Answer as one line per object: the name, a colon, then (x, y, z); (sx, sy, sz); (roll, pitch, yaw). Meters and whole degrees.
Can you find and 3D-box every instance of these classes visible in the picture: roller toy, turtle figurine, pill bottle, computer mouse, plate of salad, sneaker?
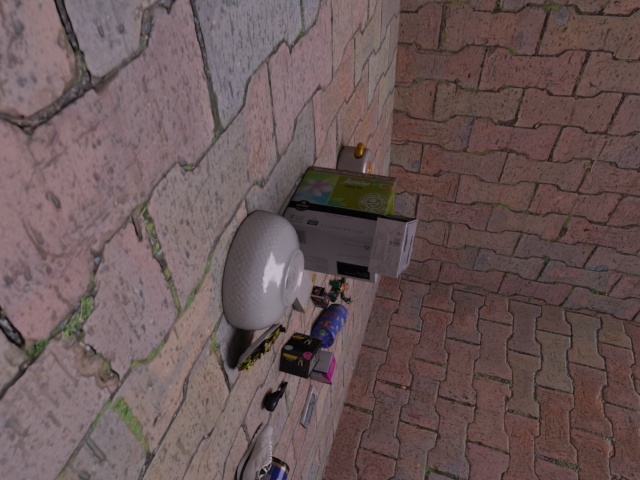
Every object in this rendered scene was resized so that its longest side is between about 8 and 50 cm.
roller toy: (0.165, -0.336, 2.130); (0.191, 0.146, 0.210); (6, 94, -76)
turtle figurine: (0.122, 0.254, 2.454); (0.234, 0.118, 0.176); (-6, 91, -59)
pill bottle: (-0.203, 0.897, 1.644); (0.123, 0.122, 0.219); (86, 22, -45)
computer mouse: (-0.167, 0.583, 1.751); (0.242, 0.041, 0.071); (8, 101, -82)
plate of salad: (-0.169, 0.309, 1.338); (0.200, 0.048, 0.200); (-44, 173, -7)
sneaker: (-0.204, 0.743, 1.597); (0.235, 0.094, 0.090); (-61, 155, -55)

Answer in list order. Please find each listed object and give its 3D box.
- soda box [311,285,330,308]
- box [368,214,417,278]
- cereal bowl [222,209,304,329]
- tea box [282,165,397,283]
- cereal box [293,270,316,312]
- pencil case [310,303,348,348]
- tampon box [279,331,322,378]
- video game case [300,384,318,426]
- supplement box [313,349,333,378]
soda box: (0.000, 0.259, 2.095); (0.169, 0.059, 0.054); (69, 33, -63)
box: (0.231, 0.011, 1.435); (0.290, 0.087, 0.169); (-16, 116, -71)
cereal bowl: (-0.136, 0.093, 1.298); (0.339, 0.141, 0.340); (11, 90, -77)
tea box: (0.072, -0.064, 1.604); (0.220, 0.328, 0.324); (85, 20, -45)
cereal box: (-0.073, 0.158, 1.768); (0.240, 0.047, 0.173); (73, 31, -60)
pencil case: (0.049, 0.423, 2.281); (0.306, 0.119, 0.133); (-42, 125, -67)
tampon box: (-0.075, 0.451, 1.823); (0.161, 0.120, 0.102); (-36, 136, -70)
video game case: (-0.057, 0.863, 2.388); (0.173, 0.022, 0.191); (76, 29, -58)
supplement box: (0.009, 0.629, 2.297); (0.220, 0.111, 0.114); (78, 26, -58)
